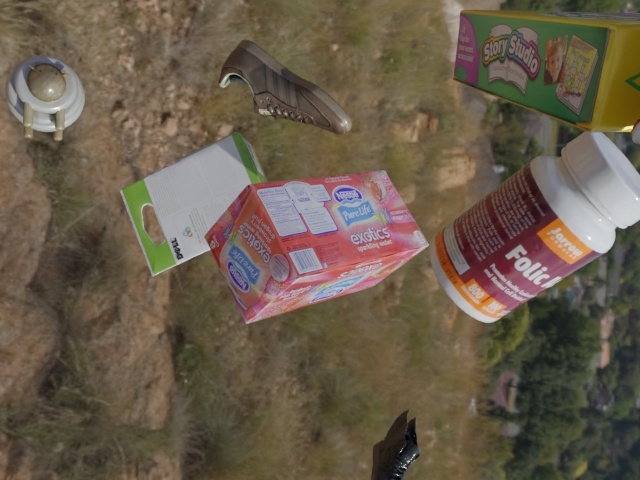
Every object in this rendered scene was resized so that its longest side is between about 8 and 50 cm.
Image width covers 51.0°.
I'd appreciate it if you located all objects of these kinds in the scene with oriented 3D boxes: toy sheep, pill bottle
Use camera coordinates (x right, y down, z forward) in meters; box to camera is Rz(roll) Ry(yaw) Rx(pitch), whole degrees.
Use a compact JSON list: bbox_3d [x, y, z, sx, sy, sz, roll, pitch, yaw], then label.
[{"bbox_3d":[-0.309,-0.161,0.753,0.091,0.132,0.091,2,86,-28],"label":"toy sheep"},{"bbox_3d":[0.426,-0.025,1.320,0.224,0.392,0.224,31,36,-26],"label":"pill bottle"}]

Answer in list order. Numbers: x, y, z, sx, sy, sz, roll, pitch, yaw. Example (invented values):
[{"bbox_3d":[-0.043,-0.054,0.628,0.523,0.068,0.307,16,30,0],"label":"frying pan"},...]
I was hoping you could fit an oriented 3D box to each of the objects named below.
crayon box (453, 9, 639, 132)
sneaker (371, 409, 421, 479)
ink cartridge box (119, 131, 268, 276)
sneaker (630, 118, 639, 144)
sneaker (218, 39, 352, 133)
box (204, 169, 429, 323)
[{"bbox_3d":[0.366,-0.206,0.775,0.363,0.312,0.106,-115,-156,-68],"label":"crayon box"},{"bbox_3d":[0.137,0.385,1.186,0.051,0.089,0.170,46,21,-20],"label":"sneaker"},{"bbox_3d":[-0.223,-0.064,1.277,0.097,0.255,0.189,31,36,-80],"label":"ink cartridge box"},{"bbox_3d":[0.357,-0.082,0.495,0.087,0.221,0.128,-6,71,-34],"label":"sneaker"},{"bbox_3d":[-0.048,-0.182,0.877,0.071,0.188,0.066,-53,170,-3],"label":"sneaker"},{"bbox_3d":[0.000,0.000,1.014,0.299,0.142,0.154,-12,68,-46],"label":"box"}]
